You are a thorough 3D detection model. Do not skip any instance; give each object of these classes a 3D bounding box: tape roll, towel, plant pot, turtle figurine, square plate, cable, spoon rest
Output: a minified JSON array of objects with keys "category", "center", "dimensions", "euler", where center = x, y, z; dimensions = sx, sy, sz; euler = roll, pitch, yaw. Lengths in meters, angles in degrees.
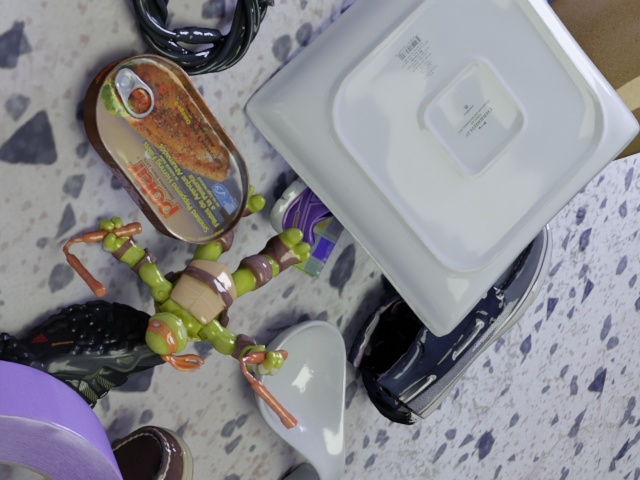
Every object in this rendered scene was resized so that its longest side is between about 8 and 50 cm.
[{"category":"tape roll","center":[-0.304,0.240,1.027],"dimensions":[0.275,0.090,0.274],"euler":[-10,120,-18]},{"category":"towel","center":[0.000,0.000,1.383],"dimensions":[0.083,0.009,0.060],"euler":[-60,144,-2]},{"category":"plant pot","center":[0.299,-0.177,1.466],"dimensions":[0.254,0.237,0.237],"euler":[-29,135,-17]},{"category":"turtle figurine","center":[-0.099,0.054,1.160],"dimensions":[0.217,0.269,0.087],"euler":[-49,173,-43]},{"category":"square plate","center":[0.151,-0.128,1.285],"dimensions":[0.347,0.049,0.344],"euler":[-45,110,-12]},{"category":"cable","center":[-0.109,-0.236,1.078],"dimensions":[0.150,0.047,0.184],"euler":[-47,144,-11]},{"category":"spoon rest","center":[-0.015,0.211,1.442],"dimensions":[0.137,0.084,0.276],"euler":[-35,137,-31]}]

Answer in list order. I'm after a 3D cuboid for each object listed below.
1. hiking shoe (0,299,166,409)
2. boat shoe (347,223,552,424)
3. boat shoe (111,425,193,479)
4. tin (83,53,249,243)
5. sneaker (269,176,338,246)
[{"category":"hiking shoe","center":[-0.243,0.131,1.134],"dimensions":[0.227,0.086,0.114],"euler":[-12,131,-35]},{"category":"boat shoe","center":[0.170,0.075,1.532],"dimensions":[0.340,0.127,0.158],"euler":[-55,151,-7]},{"category":"boat shoe","center":[-0.266,0.314,1.187],"dimensions":[0.342,0.123,0.123],"euler":[-47,143,-9]},{"category":"tin","center":[-0.139,-0.081,1.093],"dimensions":[0.106,0.040,0.189],"euler":[-49,120,-28]},{"category":"sneaker","center":[0.019,-0.064,1.301],"dimensions":[0.170,0.071,0.068],"euler":[-52,171,-5]}]
